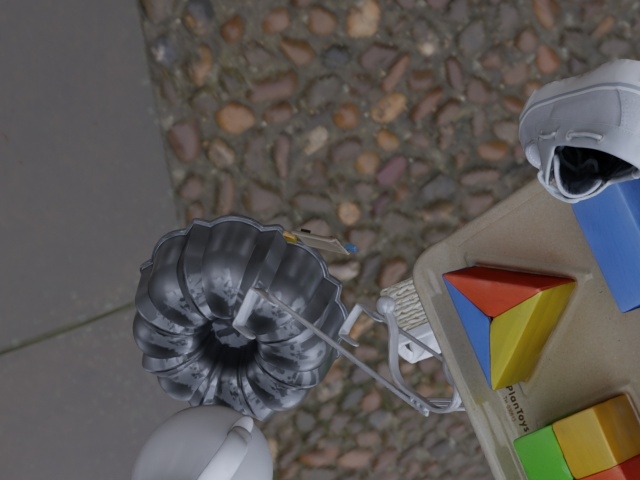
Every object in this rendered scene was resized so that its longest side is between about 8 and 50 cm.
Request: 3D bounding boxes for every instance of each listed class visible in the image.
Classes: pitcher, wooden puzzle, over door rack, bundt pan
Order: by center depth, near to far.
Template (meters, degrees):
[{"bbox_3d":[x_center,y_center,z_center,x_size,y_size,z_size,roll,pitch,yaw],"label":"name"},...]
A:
[{"bbox_3d":[0.232,0.087,0.873,0.080,0.322,0.348,-8,160,-44],"label":"wooden puzzle"},{"bbox_3d":[-0.100,0.209,1.006,0.178,0.125,0.207,-50,-179,18],"label":"pitcher"},{"bbox_3d":[0.093,0.111,1.333,0.239,0.324,0.108,12,95,-51],"label":"over door rack"},{"bbox_3d":[0.000,0.000,1.568,0.078,0.116,0.014,47,58,-71],"label":"wooden puzzle"},{"bbox_3d":[-0.129,0.133,1.661,0.330,0.124,0.331,5,120,9],"label":"bundt pan"}]

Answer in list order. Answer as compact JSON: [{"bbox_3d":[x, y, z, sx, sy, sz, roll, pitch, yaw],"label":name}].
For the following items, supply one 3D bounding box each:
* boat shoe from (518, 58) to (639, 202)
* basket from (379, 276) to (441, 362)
[{"bbox_3d":[0.158,-0.054,0.676,0.066,0.184,0.063,29,82,-12],"label":"boat shoe"},{"bbox_3d":[0.188,0.108,1.781,0.167,0.103,0.113,-22,155,11],"label":"basket"}]
